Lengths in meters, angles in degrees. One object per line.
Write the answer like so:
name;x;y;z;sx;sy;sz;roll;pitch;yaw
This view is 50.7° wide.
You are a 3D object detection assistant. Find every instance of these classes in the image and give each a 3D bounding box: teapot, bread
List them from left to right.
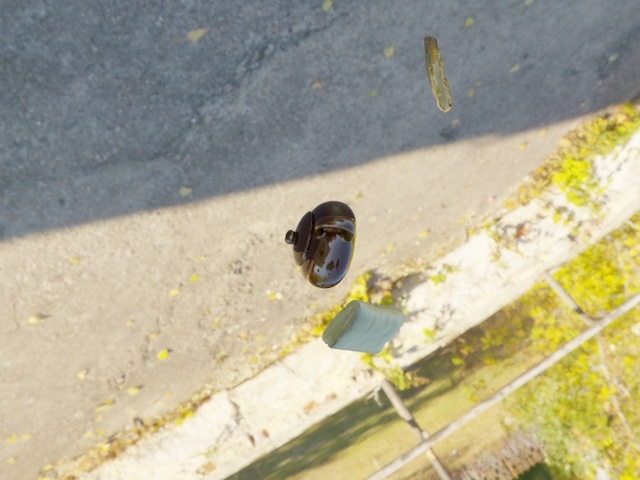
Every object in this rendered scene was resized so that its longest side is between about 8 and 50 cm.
teapot;0.000;0.000;1.319;0.135;0.178;0.252;8;162;-11
bread;0.101;0.203;1.557;0.178;0.060;0.139;15;120;-46
bread;0.164;-0.235;0.952;0.024;0.110;0.110;-13;158;16
